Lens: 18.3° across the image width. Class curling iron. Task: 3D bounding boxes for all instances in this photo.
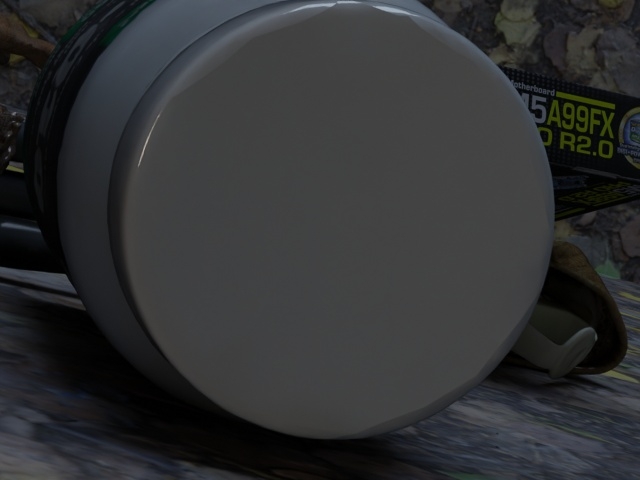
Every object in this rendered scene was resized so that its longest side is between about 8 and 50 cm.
[{"bbox_3d":[-0.198,0.001,1.095,0.274,0.035,0.068,12,9,-32],"label":"curling iron"}]

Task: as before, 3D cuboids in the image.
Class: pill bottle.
[{"bbox_3d":[-0.027,-0.028,0.927,0.204,0.204,0.361,15,3,-14],"label":"pill bottle"}]

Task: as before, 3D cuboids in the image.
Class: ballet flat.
[{"bbox_3d":[0.106,0.043,1.353,0.342,0.116,0.124,17,21,-51],"label":"ballet flat"}]

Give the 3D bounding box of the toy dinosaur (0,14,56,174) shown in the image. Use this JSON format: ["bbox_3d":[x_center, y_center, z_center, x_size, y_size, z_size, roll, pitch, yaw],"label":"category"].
[{"bbox_3d":[-0.283,-0.127,1.342,0.200,0.127,0.296,38,30,-5],"label":"toy dinosaur"}]

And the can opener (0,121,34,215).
[{"bbox_3d":[-0.184,-0.046,1.516,0.283,0.076,0.095,10,6,-46],"label":"can opener"}]

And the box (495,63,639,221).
[{"bbox_3d":[0.081,-0.059,1.366,0.216,0.060,0.270,9,-12,-25],"label":"box"}]
